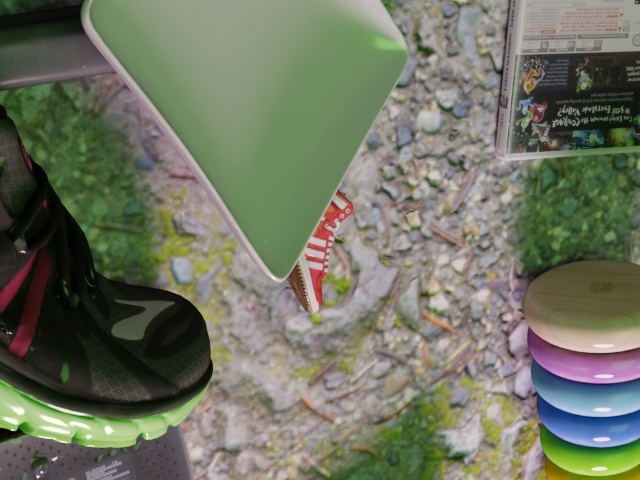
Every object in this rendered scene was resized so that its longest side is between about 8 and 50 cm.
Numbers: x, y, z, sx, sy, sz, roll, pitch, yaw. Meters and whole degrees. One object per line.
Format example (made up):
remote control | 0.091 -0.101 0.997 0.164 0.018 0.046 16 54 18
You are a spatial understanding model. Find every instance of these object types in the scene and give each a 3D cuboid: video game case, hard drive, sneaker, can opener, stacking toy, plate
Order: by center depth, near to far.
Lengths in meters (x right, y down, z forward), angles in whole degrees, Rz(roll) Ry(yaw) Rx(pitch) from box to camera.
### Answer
sneaker | -0.231 0.014 1.311 0.483 0.185 0.202 25 92 -49
can opener | -0.249 -0.157 1.342 0.283 0.076 0.095 -13 113 -28
plate | -0.057 -0.155 1.423 0.277 0.045 0.278 54 48 -31
hard drive | -0.183 0.246 1.526 0.172 0.054 0.255 -19 115 -24
sneaker | 0.000 0.000 1.563 0.067 0.042 0.118 -22 114 -20
video game case | 0.246 -0.162 1.672 0.190 0.022 0.173 -5 108 -31
stacking toy | 0.264 0.190 1.739 0.141 0.141 0.330 -18 119 -25
